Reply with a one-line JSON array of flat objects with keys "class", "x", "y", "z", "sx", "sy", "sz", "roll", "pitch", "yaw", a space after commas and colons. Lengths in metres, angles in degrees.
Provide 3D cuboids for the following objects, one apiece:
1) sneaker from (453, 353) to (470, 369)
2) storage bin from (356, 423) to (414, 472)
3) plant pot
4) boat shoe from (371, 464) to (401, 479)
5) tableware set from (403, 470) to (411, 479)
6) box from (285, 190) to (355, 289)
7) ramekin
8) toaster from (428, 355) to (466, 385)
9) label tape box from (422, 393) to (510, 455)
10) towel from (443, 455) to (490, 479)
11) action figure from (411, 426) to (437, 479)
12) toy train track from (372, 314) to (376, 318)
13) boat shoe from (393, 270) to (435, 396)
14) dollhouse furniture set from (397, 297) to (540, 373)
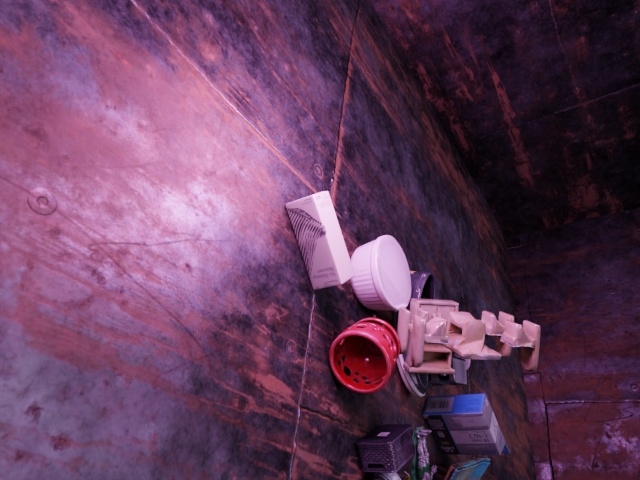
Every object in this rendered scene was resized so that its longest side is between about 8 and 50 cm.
[{"class": "sneaker", "x": 0.701, "y": 0.518, "z": 2.260, "sx": 0.121, "sy": 0.079, "sz": 0.217, "roll": -13, "pitch": 87, "yaw": -57}, {"class": "storage bin", "x": 0.204, "y": 0.632, "z": 1.401, "sx": 0.180, "sy": 0.122, "sz": 0.084, "roll": 4, "pitch": 74, "yaw": -57}, {"class": "plant pot", "x": 0.146, "y": 0.335, "z": 1.377, "sx": 0.174, "sy": 0.191, "sz": 0.191, "roll": -22, "pitch": 95, "yaw": -61}, {"class": "boat shoe", "x": 0.223, "y": 0.840, "z": 1.375, "sx": 0.119, "sy": 0.121, "sz": 0.335, "roll": -34, "pitch": 102, "yaw": -32}, {"class": "tableware set", "x": 0.309, "y": 0.875, "z": 1.553, "sx": 0.104, "sy": 0.024, "sz": 0.154, "roll": 50, "pitch": 39, "yaw": -34}, {"class": "box", "x": 0.000, "y": 0.000, "z": 1.370, "sx": 0.094, "sy": 0.113, "sz": 0.275, "roll": -24, "pitch": 96, "yaw": -57}, {"class": "ramekin", "x": 0.209, "y": 0.124, "z": 1.624, "sx": 0.273, "sy": 0.127, "sz": 0.273, "roll": 30, "pitch": 52, "yaw": -49}, {"class": "toaster", "x": 0.489, "y": 0.526, "z": 1.852, "sx": 0.185, "sy": 0.168, "sz": 0.110, "roll": 27, "pitch": 58, "yaw": -49}, {"class": "label tape box", "x": 0.585, "y": 0.772, "z": 1.818, "sx": 0.334, "sy": 0.240, "sz": 0.106, "roll": 63, "pitch": 33, "yaw": -18}, {"class": "towel", "x": 0.509, "y": 0.939, "z": 1.695, "sx": 0.370, "sy": 0.040, "sz": 0.272, "roll": 25, "pitch": 90, "yaw": -50}, {"class": "action figure", "x": 0.309, "y": 0.696, "z": 1.375, "sx": 0.137, "sy": 0.063, "sz": 0.232, "roll": 15, "pitch": 73, "yaw": -58}, {"class": "toy train track", "x": 0.199, "y": 0.306, "z": 1.635, "sx": 0.048, "sy": 0.014, "sz": 0.083, "roll": 20, "pitch": 61, "yaw": -53}, {"class": "boat shoe", "x": 0.384, "y": 0.345, "z": 1.778, "sx": 0.186, "sy": 0.155, "sz": 0.501, "roll": 36, "pitch": 50, "yaw": -48}, {"class": "dollhouse furniture set", "x": 0.419, "y": 0.348, "z": 1.470, "sx": 0.394, "sy": 0.361, "sz": 0.257, "roll": -161, "pitch": -105, "yaw": -81}]
